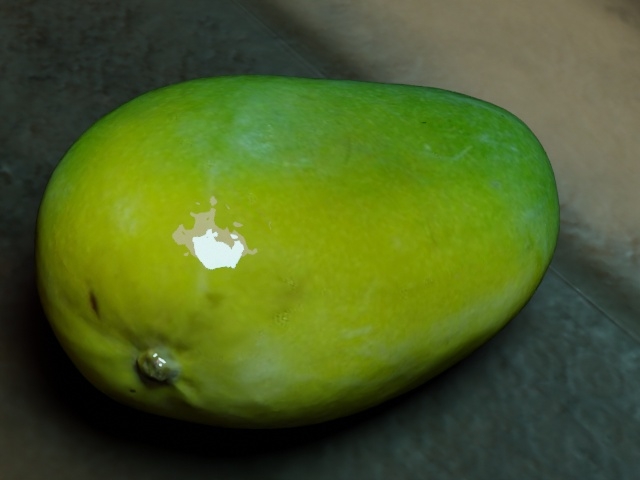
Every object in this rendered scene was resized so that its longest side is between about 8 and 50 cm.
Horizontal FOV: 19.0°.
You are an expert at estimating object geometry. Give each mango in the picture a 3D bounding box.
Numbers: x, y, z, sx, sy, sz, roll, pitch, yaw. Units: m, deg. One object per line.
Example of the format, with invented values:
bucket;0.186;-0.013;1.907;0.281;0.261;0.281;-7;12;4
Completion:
mango;0.000;0.000;0.784;0.251;0.114;0.156;-7;39;-39
